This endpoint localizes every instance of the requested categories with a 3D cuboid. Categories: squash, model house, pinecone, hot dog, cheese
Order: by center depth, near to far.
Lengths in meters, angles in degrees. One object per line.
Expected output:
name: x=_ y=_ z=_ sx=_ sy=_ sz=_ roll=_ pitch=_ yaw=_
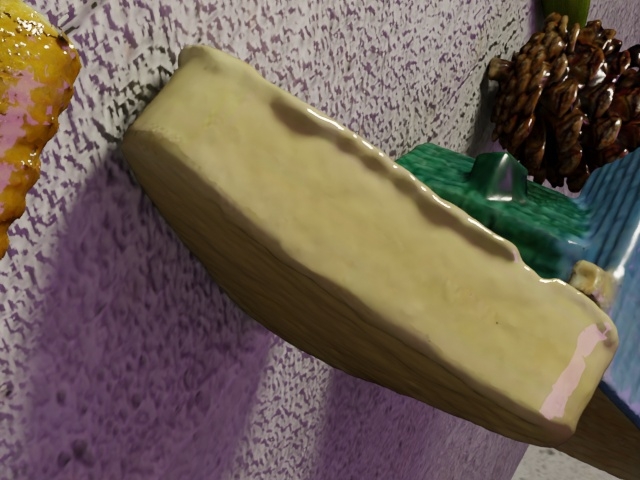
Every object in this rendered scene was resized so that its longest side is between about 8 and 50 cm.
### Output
hot dog: x=-0.211 y=0.004 z=0.594 sx=0.083 sy=0.068 sz=0.288 roll=30 pitch=82 yaw=-59
cheese: x=0.001 y=0.000 z=0.820 sx=0.104 sy=0.384 sz=0.384 roll=-56 pitch=153 yaw=-14
model house: x=0.262 y=0.027 z=1.230 sx=0.334 sy=0.382 sz=0.342 roll=-61 pitch=156 yaw=-21
pinecone: x=0.342 y=-0.169 z=1.410 sx=0.224 sy=0.273 sz=0.224 roll=-59 pitch=-173 yaw=11
squash: x=0.340 y=-0.373 z=1.467 sx=0.080 sy=0.071 sz=0.318 roll=-40 pitch=143 yaw=-22
